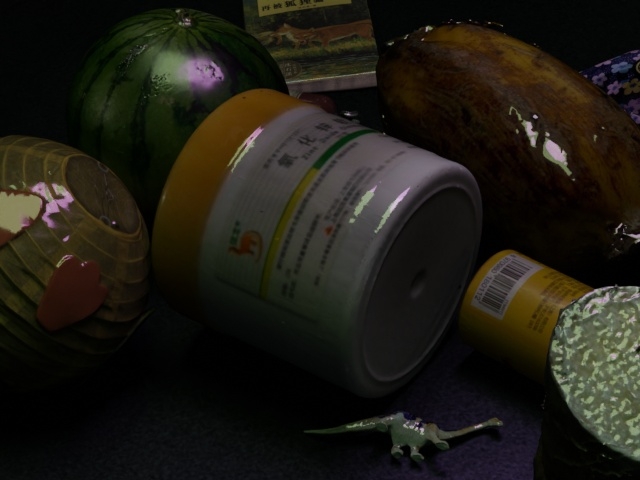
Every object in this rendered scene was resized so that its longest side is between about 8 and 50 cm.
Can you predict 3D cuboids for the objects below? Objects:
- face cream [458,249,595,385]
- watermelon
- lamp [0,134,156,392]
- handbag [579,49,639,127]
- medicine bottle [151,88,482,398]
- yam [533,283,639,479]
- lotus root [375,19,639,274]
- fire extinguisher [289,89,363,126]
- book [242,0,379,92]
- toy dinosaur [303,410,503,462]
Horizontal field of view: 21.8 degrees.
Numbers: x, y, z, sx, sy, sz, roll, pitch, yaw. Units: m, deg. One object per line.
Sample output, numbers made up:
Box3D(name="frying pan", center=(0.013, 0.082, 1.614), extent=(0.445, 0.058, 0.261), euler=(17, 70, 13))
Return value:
Box3D(name="face cream", center=(0.291, 0.121, 1.503), extent=(0.349, 0.105, 0.105), euler=(27, 47, 33))
Box3D(name="watermelon", center=(-0.145, -0.123, 1.731), extent=(0.242, 0.242, 0.242), euler=(-2, 39, 2))
Box3D(name="lamp", center=(-0.298, 0.033, 1.572), extent=(0.284, 0.250, 0.250), euler=(-37, 30, 25))
Box3D(name="handbag", center=(0.388, -0.145, 1.814), extent=(0.208, 0.126, 0.229), euler=(-32, 37, -28))
Box3D(name="medicine bottle", center=(0.000, 0.000, 1.568), extent=(0.232, 0.237, 0.238), euler=(22, 45, 28))
Box3D(name="yam", center=(0.248, 0.163, 1.357), extent=(0.154, 0.254, 0.154), euler=(0, 51, 0))
Box3D(name="lotus root", center=(0.207, -0.100, 1.718), extent=(0.196, 0.179, 0.397), euler=(-34, 54, -14))
Box3D(name="fire extinguisher", center=(-0.048, -0.131, 1.865), extent=(0.231, 0.071, 0.099), euler=(11, 22, 17))
Box3D(name="book", center=(-0.014, -0.253, 2.060), extent=(0.160, 0.024, 0.228), euler=(-7, 39, 0))
Box3D(name="toy dinosaur", center=(0.075, 0.176, 1.507), extent=(0.180, 0.037, 0.058), euler=(6, 15, 1))
